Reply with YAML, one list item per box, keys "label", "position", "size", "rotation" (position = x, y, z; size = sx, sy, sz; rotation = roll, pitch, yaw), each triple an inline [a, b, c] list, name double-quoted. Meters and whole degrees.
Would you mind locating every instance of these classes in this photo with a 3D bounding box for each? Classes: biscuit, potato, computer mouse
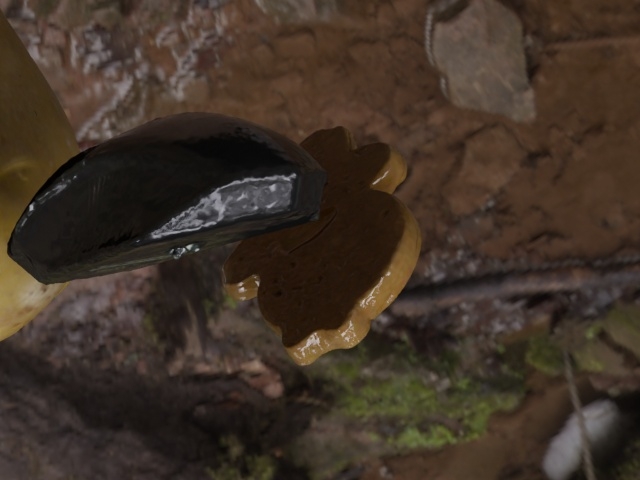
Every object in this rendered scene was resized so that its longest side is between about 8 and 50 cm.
- label: "biscuit"
  position: [0.003, -0.004, 0.777]
  size: [0.133, 0.184, 0.027]
  rotation: [-44, 124, -5]
- label: "potato"
  position: [-0.221, -0.052, 0.705]
  size: [0.146, 0.150, 0.234]
  rotation: [-26, 99, 14]
- label: "computer mouse"
  position: [-0.070, -0.019, 0.549]
  size: [0.172, 0.057, 0.099]
  rotation: [-16, 177, 44]
